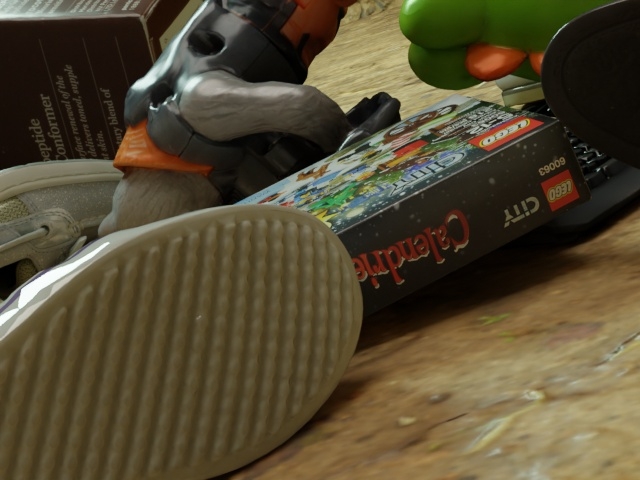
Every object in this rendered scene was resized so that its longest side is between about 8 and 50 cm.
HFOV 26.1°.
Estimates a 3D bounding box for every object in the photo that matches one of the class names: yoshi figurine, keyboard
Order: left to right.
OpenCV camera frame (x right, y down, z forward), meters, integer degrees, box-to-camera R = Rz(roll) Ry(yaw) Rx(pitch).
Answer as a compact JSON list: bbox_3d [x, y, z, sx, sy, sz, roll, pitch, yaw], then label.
[{"bbox_3d":[0.154,-0.057,0.857,0.201,0.033,0.317,-7,15,44],"label":"keyboard"},{"bbox_3d":[0.224,-0.212,0.951,0.362,0.203,0.203,-14,8,2],"label":"yoshi figurine"}]

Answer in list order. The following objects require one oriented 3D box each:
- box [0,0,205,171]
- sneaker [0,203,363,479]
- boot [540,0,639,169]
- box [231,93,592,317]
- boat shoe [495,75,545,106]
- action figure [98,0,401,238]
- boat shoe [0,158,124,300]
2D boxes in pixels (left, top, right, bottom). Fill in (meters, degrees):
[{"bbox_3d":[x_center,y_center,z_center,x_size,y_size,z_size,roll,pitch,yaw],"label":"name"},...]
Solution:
[{"bbox_3d":[-0.283,-0.138,1.210,0.381,0.191,0.143,2,36,19],"label":"box"},{"bbox_3d":[-0.125,0.063,0.555,0.282,0.102,0.161,-25,11,-32],"label":"sneaker"},{"bbox_3d":[0.236,-0.107,0.722,0.264,0.096,0.280,-9,14,5],"label":"boot"},{"bbox_3d":[0.000,0.000,0.699,0.233,0.044,0.159,-27,14,-7],"label":"box"},{"bbox_3d":[0.239,-0.195,1.181,0.113,0.103,0.302,-7,16,43],"label":"boat shoe"},{"bbox_3d":[-0.054,-0.122,0.943,0.330,0.178,0.341,-64,15,-18],"label":"action figure"},{"bbox_3d":[-0.251,0.026,0.954,0.320,0.103,0.118,-20,-9,-38],"label":"boat shoe"}]
